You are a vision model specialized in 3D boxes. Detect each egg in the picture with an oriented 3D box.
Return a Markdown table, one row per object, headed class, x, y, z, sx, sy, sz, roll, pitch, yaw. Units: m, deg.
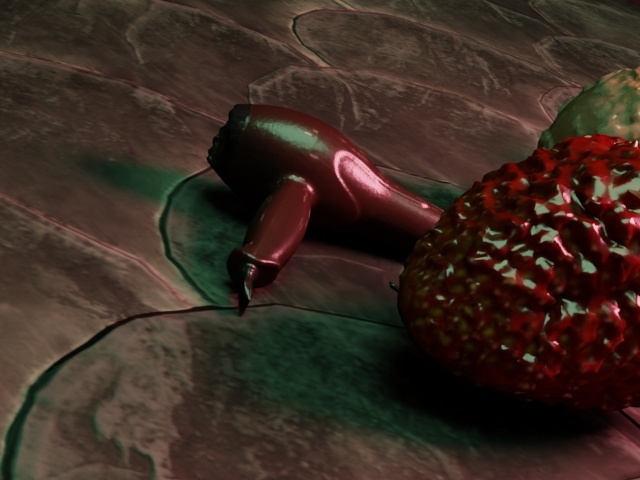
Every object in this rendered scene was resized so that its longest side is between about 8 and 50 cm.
| class | x | y | z | sx | sy | sz | roll | pitch | yaw |
| --- | --- | --- | --- | --- | --- | --- | --- | --- | --- |
| egg | 0.404 | -0.071 | 1.619 | 0.279 | 0.279 | 0.310 | -6 | 49 | -45 |

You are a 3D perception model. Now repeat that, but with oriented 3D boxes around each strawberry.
| class | x | y | z | sx | sy | sz | roll | pitch | yaw |
| --- | --- | --- | --- | --- | --- | --- | --- | --- | --- |
| strawberry | 0.222 | 0.033 | 1.280 | 0.343 | 0.292 | 0.292 | -4 | 28 | -13 |

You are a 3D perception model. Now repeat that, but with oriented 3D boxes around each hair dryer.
| class | x | y | z | sx | sy | sz | roll | pitch | yaw |
| --- | --- | --- | --- | --- | --- | --- | --- | --- | --- |
| hair dryer | 0.000 | 0.000 | 1.394 | 0.312 | 0.123 | 0.340 | 28 | 33 | -4 |
